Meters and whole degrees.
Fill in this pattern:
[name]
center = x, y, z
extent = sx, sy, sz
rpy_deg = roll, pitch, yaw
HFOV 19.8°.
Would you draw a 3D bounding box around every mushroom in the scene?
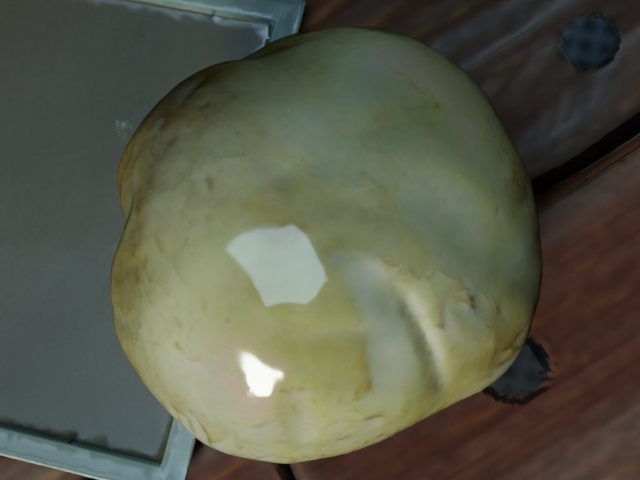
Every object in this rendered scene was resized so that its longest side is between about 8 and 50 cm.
[mushroom]
center = 0.000, 0.000, 0.584
extent = 0.148, 0.112, 0.148
rpy_deg = 0, 75, -2

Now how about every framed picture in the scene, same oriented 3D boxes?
[framed picture]
center = -0.092, -0.012, 0.659
extent = 0.142, 0.011, 0.183
rpy_deg = 11, 80, 13
